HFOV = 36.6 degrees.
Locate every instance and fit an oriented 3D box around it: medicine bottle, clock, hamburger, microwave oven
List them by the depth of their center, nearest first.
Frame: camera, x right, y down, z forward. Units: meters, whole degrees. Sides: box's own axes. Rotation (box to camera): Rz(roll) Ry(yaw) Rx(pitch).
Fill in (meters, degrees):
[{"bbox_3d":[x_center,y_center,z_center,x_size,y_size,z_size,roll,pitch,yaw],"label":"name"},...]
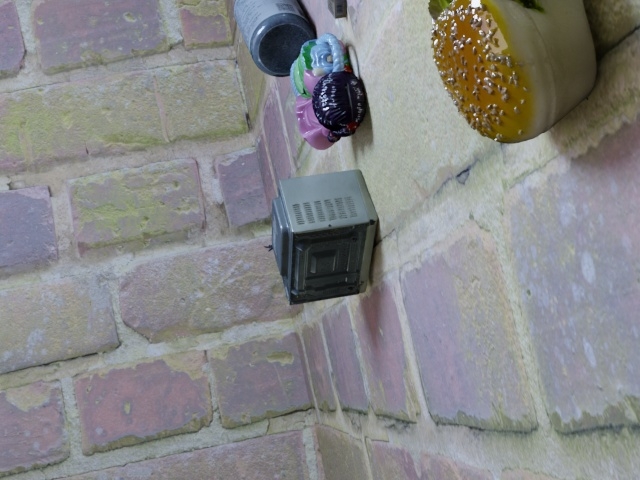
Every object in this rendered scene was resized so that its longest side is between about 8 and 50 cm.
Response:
[{"bbox_3d":[0.165,-0.174,0.884,0.210,0.116,0.173,-178,74,-81],"label":"hamburger"},{"bbox_3d":[0.014,-0.271,1.745,0.195,0.100,0.194,169,89,-73],"label":"clock"},{"bbox_3d":[0.000,0.000,1.869,0.241,0.193,0.145,95,160,-53],"label":"microwave oven"},{"bbox_3d":[-0.108,-0.479,2.095,0.293,0.141,0.141,-112,14,-49],"label":"medicine bottle"}]

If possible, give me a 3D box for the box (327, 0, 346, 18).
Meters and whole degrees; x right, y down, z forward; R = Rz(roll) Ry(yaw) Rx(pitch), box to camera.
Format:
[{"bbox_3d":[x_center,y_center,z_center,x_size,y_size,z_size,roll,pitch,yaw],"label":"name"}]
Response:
[{"bbox_3d":[0.027,-0.437,1.693,0.053,0.024,0.083,-115,15,-56],"label":"box"}]
